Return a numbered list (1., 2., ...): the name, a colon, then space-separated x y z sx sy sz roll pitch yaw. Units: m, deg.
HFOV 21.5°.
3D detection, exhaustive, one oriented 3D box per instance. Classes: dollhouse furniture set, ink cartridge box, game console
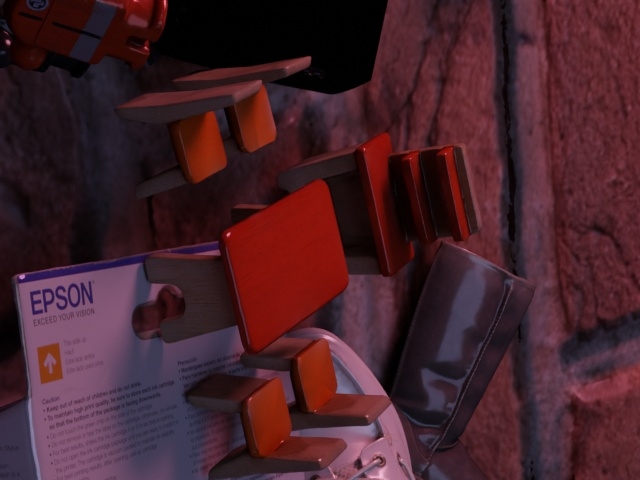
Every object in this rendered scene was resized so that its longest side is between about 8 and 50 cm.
1. dollhouse furniture set: 0.000 0.000 1.166 0.259 0.135 0.262 -35 115 -59
2. ink cartridge box: -0.111 0.172 1.138 0.324 0.071 0.330 -9 91 -63
3. game console: -0.018 -0.293 1.193 0.213 0.044 0.361 10 92 -42

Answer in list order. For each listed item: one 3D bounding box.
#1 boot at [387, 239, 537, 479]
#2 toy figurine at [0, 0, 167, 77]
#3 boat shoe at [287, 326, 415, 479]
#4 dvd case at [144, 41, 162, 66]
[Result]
1. boot: 0.127 0.126 1.414 0.190 0.076 0.208 32 75 -38
2. toy figurine: -0.172 -0.206 1.006 0.148 0.213 0.209 16 89 -23
3. boat shoe: 0.034 0.200 1.297 0.098 0.096 0.277 -24 100 1
4. dvd case: -0.099 -0.191 1.187 0.119 0.013 0.087 -43 124 -23
